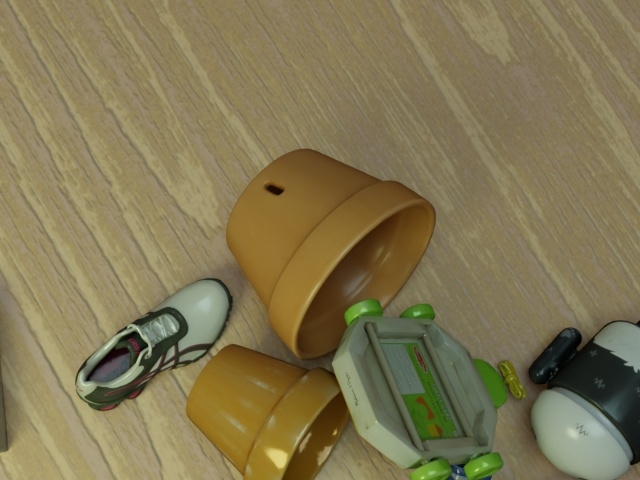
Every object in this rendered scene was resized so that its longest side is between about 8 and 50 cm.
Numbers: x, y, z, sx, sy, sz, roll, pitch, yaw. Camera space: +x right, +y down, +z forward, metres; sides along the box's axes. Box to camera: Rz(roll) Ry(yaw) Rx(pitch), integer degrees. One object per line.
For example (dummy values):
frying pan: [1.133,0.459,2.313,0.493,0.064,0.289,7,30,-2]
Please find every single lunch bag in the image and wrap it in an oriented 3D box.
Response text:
lunch bag: [0.213,0.350,1.367,0.067,0.098,0.065,19,93,-4]

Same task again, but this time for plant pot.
plant pot: [0.000,0.000,1.359,0.291,0.291,0.203,-42,66,-13]
plant pot: [-0.082,0.250,1.328,0.188,0.205,0.205,29,75,20]

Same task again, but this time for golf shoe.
golf shoe: [-0.241,0.152,1.369,0.273,0.120,0.105,-40,80,-14]

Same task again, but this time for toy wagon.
toy wagon: [0.170,0.219,1.338,0.344,0.068,0.267,8,50,-44]

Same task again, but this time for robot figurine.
robot figurine: [0.442,0.234,1.378,0.278,0.209,0.174,-42,112,-14]

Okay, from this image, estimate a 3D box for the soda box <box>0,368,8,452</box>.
soda box: [-0.513,0.208,1.357,0.073,0.069,0.216,-9,76,-6]
